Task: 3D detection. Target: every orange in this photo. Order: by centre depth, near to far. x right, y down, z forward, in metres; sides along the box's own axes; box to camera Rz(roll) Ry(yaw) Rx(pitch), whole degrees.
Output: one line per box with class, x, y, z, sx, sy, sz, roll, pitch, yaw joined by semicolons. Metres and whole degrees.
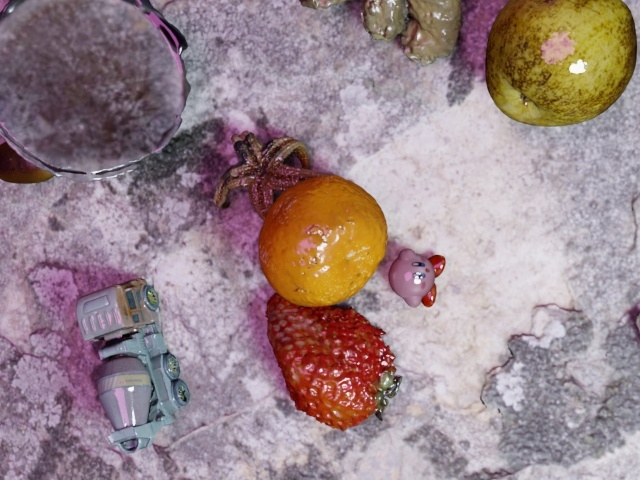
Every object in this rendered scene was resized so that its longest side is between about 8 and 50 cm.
orange;0.000;0.000;1.329;0.161;0.193;0.193;37;101;37

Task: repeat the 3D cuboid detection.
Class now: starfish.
starfish;-0.068;-0.085;1.409;0.190;0.074;0.146;10;87;15

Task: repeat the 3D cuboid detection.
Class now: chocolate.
chocolate;-0.362;-0.221;1.425;0.303;0.213;0.303;2;83;-20

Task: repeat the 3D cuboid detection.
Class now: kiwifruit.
kiwifruit;-0.480;-0.130;1.533;0.125;0.075;0.075;-4;89;20

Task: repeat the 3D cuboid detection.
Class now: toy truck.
toy truck;-0.297;0.191;1.440;0.108;0.140;0.256;-19;84;17

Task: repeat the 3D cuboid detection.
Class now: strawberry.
strawberry;-0.002;0.176;1.367;0.236;0.107;0.175;23;96;16

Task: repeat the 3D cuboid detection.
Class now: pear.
pear;0.305;-0.240;1.222;0.197;0.197;0.197;0;90;17

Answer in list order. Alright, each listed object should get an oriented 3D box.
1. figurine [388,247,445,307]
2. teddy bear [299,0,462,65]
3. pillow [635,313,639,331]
figurine;0.132;0.054;1.346;0.067;0.071;0.083;-5;78;58
teddy bear;0.088;-0.400;1.317;0.256;0.156;0.267;15;96;18
pillow;0.527;0.148;1.221;0.179;0.075;0.171;-22;83;15
